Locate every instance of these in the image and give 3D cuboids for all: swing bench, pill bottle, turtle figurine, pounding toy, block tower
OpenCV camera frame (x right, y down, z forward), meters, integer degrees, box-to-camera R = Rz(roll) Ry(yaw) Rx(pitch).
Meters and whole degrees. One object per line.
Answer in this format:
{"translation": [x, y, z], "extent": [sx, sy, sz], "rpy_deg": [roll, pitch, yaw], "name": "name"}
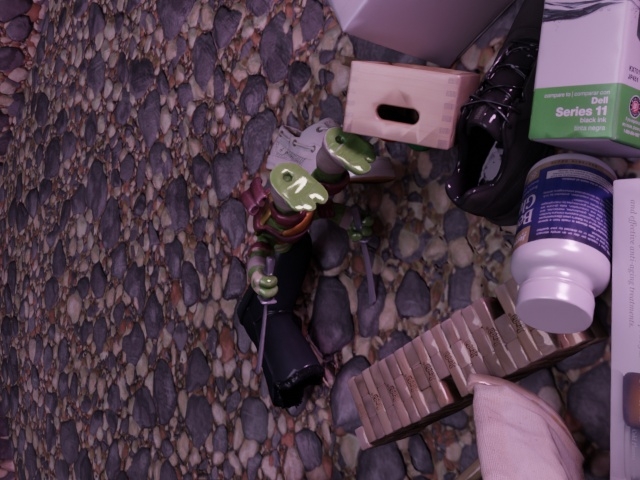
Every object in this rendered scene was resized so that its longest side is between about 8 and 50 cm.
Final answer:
{"translation": [0.181, 0.307, 0.589], "extent": [0.165, 0.253, 0.255], "rpy_deg": [19, 110, 4], "name": "swing bench"}
{"translation": [0.244, 0.003, 0.632], "extent": [0.094, 0.094, 0.169], "rpy_deg": [-18, 43, 47], "name": "pill bottle"}
{"translation": [0.000, 0.000, 0.833], "extent": [0.266, 0.197, 0.275], "rpy_deg": [115, 146, -61], "name": "turtle figurine"}
{"translation": [0.102, -0.176, 0.797], "extent": [0.181, 0.206, 0.094], "rpy_deg": [14, 109, 20], "name": "pounding toy"}
{"translation": [0.167, 0.152, 0.770], "extent": [0.335, 0.091, 0.097], "rpy_deg": [-44, 56, 38], "name": "block tower"}

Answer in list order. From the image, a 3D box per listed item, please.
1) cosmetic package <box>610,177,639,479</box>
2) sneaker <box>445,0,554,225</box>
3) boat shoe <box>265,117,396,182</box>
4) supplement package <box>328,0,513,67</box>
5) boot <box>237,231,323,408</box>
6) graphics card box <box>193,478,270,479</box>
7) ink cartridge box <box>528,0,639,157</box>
{"translation": [0.394, 0.130, 0.510], "extent": [0.284, 0.097, 0.378], "rpy_deg": [-1, 88, 46], "name": "cosmetic package"}
{"translation": [0.220, -0.154, 0.694], "extent": [0.109, 0.130, 0.286], "rpy_deg": [23, 104, 45], "name": "sneaker"}
{"translation": [0.007, -0.140, 0.960], "extent": [0.277, 0.098, 0.096], "rpy_deg": [16, 101, 49], "name": "boat shoe"}
{"translation": [0.148, -0.360, 0.729], "extent": [0.262, 0.204, 0.145], "rpy_deg": [-43, 58, 38], "name": "supplement package"}
{"translation": [-0.045, 0.126, 1.006], "extent": [0.207, 0.094, 0.247], "rpy_deg": [59, 135, 37], "name": "boot"}
{"translation": [-0.064, 0.419, 0.795], "extent": [0.371, 0.232, 0.094], "rpy_deg": [-171, 84, -84], "name": "graphics card box"}
{"translation": [0.285, -0.191, 0.604], "extent": [0.086, 0.153, 0.209], "rpy_deg": [10, 96, 48], "name": "ink cartridge box"}
